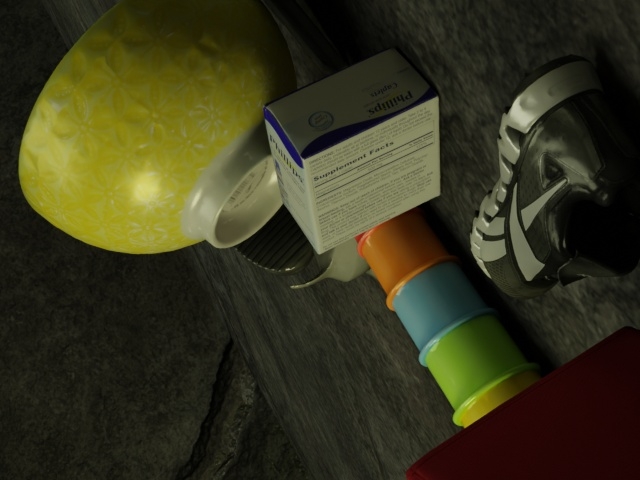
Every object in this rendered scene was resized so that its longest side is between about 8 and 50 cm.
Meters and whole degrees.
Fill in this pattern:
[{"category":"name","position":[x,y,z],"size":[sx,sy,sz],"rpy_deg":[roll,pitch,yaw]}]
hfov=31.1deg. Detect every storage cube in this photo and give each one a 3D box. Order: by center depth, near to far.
[{"category":"storage cube","position":[0.199,0.193,0.679],"size":[0.193,0.215,0.183],"rpy_deg":[22,139,62]}]

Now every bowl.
[{"category":"bowl","position":[-0.111,-0.084,1.043],"size":[0.156,0.289,0.289],"rpy_deg":[42,161,18]}]

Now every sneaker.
[{"category":"sneaker","position":[0.154,-0.006,0.728],"size":[0.106,0.078,0.234],"rpy_deg":[58,165,28]},{"category":"sneaker","position":[-0.082,-0.046,1.565],"size":[0.330,0.122,0.146],"rpy_deg":[49,180,43]}]

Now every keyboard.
[{"category":"keyboard","position":[-0.061,-0.250,1.082],"size":[0.256,0.014,0.072],"rpy_deg":[52,-158,15]}]

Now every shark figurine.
[{"category":"shark figurine","position":[0.008,0.002,1.265],"size":[0.166,0.116,0.278],"rpy_deg":[55,168,24]}]

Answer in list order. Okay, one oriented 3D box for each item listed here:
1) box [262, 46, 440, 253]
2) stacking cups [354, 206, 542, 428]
[{"category":"box","position":[0.030,-0.075,0.971],"size":[0.072,0.126,0.137],"rpy_deg":[56,166,32]},{"category":"stacking cups","position":[0.112,0.061,1.034],"size":[0.316,0.096,0.096],"rpy_deg":[59,168,24]}]
